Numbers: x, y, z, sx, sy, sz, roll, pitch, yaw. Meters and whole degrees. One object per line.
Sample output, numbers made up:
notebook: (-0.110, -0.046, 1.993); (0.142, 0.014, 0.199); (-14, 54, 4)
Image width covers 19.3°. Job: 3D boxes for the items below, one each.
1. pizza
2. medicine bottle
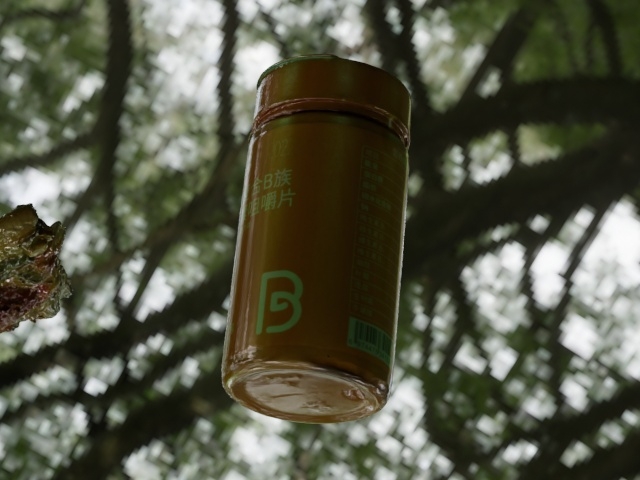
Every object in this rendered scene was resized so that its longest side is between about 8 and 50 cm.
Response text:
pizza: (-0.116, 0.019, 0.709); (0.078, 0.083, 0.025); (15, -136, -51)
medicine bottle: (0.000, 0.000, 1.067); (0.096, 0.096, 0.192); (20, -118, -28)
